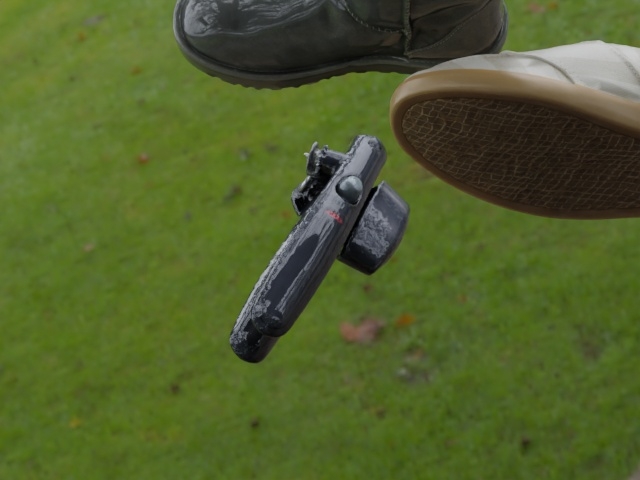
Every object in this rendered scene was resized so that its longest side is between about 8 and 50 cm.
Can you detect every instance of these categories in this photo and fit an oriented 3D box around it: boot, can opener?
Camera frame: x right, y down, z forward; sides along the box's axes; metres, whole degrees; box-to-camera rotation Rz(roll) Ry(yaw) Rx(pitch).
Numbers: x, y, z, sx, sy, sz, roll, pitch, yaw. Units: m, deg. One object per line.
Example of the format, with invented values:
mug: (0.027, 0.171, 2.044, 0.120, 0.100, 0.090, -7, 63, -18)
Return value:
boot: (0.015, -0.143, 0.713, 0.190, 0.076, 0.208, -4, -15, 1)
can opener: (0.000, 0.000, 0.845, 0.073, 0.059, 0.186, 31, 37, 5)

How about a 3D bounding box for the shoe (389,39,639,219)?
shoe: (0.142, -0.051, 0.724, 0.219, 0.076, 0.058, 10, 44, 3)
